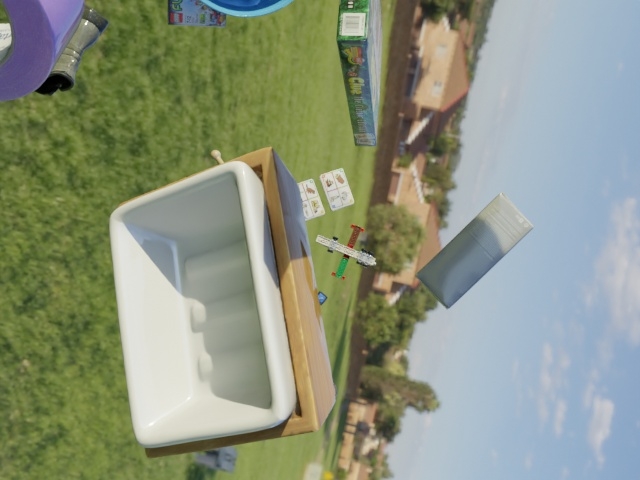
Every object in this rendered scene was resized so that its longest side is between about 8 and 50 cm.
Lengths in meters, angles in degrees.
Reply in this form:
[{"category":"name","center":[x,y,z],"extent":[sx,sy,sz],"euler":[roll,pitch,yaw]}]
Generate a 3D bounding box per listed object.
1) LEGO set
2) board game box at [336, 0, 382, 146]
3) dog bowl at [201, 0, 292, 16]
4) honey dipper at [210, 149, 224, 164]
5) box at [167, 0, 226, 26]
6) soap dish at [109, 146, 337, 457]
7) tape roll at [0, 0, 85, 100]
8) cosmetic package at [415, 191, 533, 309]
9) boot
[{"category":"LEGO set","center":[0.000,0.000,1.611],"extent":[0.060,0.182,0.244],"euler":[131,-62,-81]},{"category":"board game box","center":[0.043,-0.198,0.790],"extent":[0.260,0.030,0.136],"euler":[65,31,-77]},{"category":"dog bowl","center":[-0.024,-0.355,0.815],"extent":[0.166,0.297,0.074],"euler":[56,2,-33]},{"category":"honey dipper","center":[-0.141,-0.093,1.366],"extent":[0.030,0.161,0.030],"euler":[-29,159,-13]},{"category":"box","center":[-0.227,-0.489,1.494],"extent":[0.207,0.114,0.036],"euler":[104,-18,-55]},{"category":"soap dish","center":[-0.106,0.072,0.869],"extent":[0.118,0.228,0.291],"euler":[10,67,-56]},{"category":"tape roll","center":[-0.400,-0.280,0.863],"extent":[0.275,0.274,0.090],"euler":[93,10,-55]},{"category":"cosmetic package","center":[0.305,0.025,1.620],"extent":[0.238,0.107,0.127],"euler":[-41,173,0]},{"category":"boot","center":[-0.497,-0.341,1.481],"extent":[0.083,0.246,0.161],"euler":[37,70,-36]}]
